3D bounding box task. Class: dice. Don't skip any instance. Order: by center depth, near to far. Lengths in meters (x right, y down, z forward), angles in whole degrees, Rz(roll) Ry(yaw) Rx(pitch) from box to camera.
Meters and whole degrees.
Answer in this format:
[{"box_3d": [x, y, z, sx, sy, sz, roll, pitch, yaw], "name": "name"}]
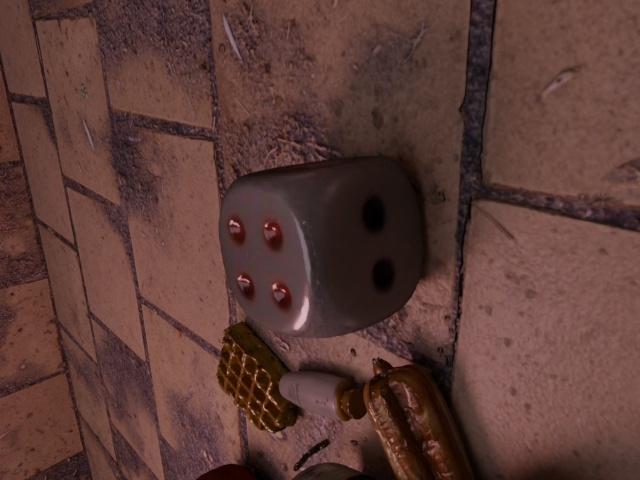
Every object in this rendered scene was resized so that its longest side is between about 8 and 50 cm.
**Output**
[{"box_3d": [0.000, 0.000, 0.612, 0.193, 0.194, 0.191, 3, 105, 47], "name": "dice"}]

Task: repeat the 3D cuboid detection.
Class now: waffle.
[{"box_3d": [-0.122, 0.285, 0.965, 0.211, 0.055, 0.160, 40, 130, 31], "name": "waffle"}]

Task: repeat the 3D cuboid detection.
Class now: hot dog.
[{"box_3d": [0.134, 0.263, 0.652, 0.102, 0.076, 0.249, -26, 87, 11], "name": "hot dog"}]

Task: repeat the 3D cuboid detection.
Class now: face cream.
[{"box_3d": [0.001, 0.253, 0.815, 0.182, 0.051, 0.072, -5, 97, 48], "name": "face cream"}]

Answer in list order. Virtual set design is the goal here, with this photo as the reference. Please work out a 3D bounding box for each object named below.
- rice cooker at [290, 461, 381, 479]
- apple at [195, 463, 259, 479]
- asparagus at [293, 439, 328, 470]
[{"box_3d": [0.053, 0.441, 0.696, 0.244, 0.226, 0.225, -6, 99, 52], "name": "rice cooker"}, {"box_3d": [-0.206, 0.605, 1.057, 0.201, 0.218, 0.218, 53, 137, 28], "name": "apple"}, {"box_3d": [-0.025, 0.408, 0.931, 0.016, 0.016, 0.162, 40, 132, 7], "name": "asparagus"}]
